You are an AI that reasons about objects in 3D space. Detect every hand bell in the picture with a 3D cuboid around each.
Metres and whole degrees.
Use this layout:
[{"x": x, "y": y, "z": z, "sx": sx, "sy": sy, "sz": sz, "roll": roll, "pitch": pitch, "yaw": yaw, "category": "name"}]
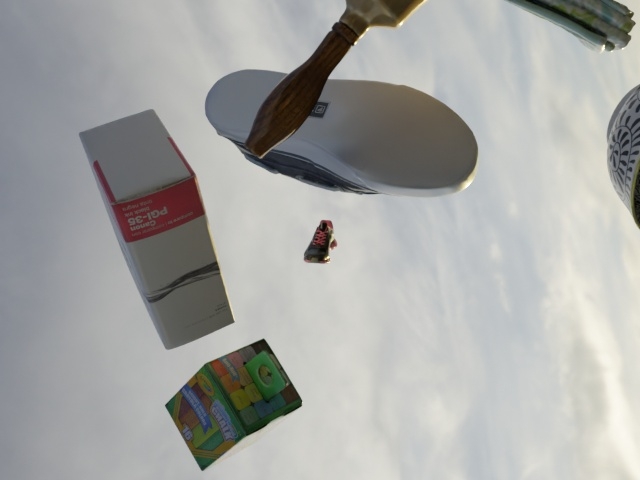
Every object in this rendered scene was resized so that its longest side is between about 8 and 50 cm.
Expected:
[{"x": 0.017, "y": -0.170, "z": 0.625, "sx": 0.242, "sy": 0.126, "sz": 0.126, "roll": -52, "pitch": -43, "yaw": 4, "category": "hand bell"}]

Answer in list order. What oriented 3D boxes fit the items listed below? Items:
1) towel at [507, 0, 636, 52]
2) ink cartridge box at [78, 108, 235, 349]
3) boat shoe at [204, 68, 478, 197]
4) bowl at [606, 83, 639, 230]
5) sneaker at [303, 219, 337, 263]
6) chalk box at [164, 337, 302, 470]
[{"x": 0.376, "y": -0.452, "z": 1.292, "sx": 0.374, "sy": 0.090, "sz": 0.320, "roll": 33, "pitch": -157, "yaw": 7, "category": "towel"}, {"x": -0.232, "y": -0.012, "z": 1.047, "sx": 0.207, "sy": 0.117, "sz": 0.283, "roll": 51, "pitch": 156, "yaw": 45, "category": "ink cartridge box"}, {"x": 0.021, "y": -0.095, "z": 0.740, "sx": 0.108, "sy": 0.301, "sz": 0.102, "roll": -66, "pitch": -27, "yaw": -19, "category": "boat shoe"}, {"x": 0.310, "y": -0.093, "z": 0.639, "sx": 0.170, "sy": 0.170, "sz": 0.080, "roll": 42, "pitch": -176, "yaw": -41, "category": "bowl"}, {"x": 0.000, "y": 0.000, "z": 1.196, "sx": 0.119, "sy": 0.047, "sz": 0.057, "roll": -65, "pitch": -21, "yaw": -66, "category": "sneaker"}, {"x": -0.131, "y": 0.256, "z": 1.169, "sx": 0.132, "sy": 0.213, "sz": 0.132, "roll": -17, "pitch": -113, "yaw": -45, "category": "chalk box"}]
